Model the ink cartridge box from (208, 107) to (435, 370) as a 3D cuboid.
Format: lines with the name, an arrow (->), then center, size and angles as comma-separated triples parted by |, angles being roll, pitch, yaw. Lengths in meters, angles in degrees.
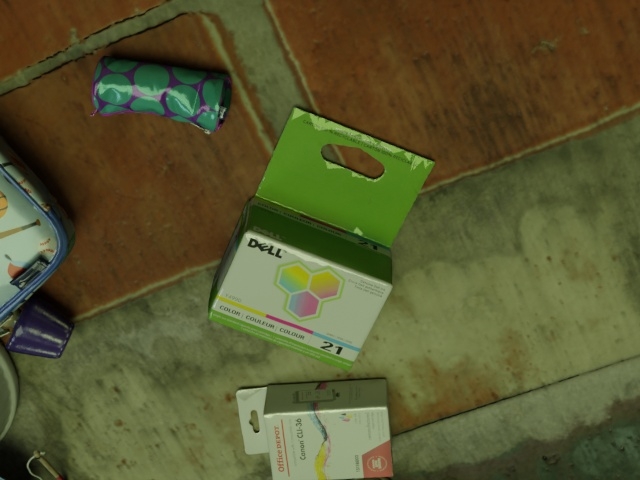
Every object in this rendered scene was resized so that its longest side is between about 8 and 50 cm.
ink cartridge box -> 0.000, 0.000, 1.444 | 0.188, 0.097, 0.255 | 21, 118, -9

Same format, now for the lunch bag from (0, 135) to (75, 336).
lunch bag -> -0.442, -0.021, 1.402 | 0.243, 0.115, 0.303 | -40, 100, 3

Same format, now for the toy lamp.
toy lamp -> -0.436, 0.070, 1.511 | 0.274, 0.080, 0.080 | 24, 117, -8

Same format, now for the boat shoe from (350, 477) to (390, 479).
boat shoe -> 0.136, 0.443, 1.672 | 0.324, 0.116, 0.096 | 41, 117, -14

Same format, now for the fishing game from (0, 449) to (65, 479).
fishing game -> -0.456, 0.368, 1.602 | 0.264, 0.041, 0.189 | -30, 151, -11

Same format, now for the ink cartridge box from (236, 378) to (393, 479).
ink cartridge box -> -0.008, 0.247, 1.595 | 0.198, 0.067, 0.115 | -4, 119, 5

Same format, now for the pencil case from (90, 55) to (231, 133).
pencil case -> -0.177, -0.162, 1.381 | 0.151, 0.064, 0.070 | 9, 99, -2

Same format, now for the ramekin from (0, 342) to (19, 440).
ramekin -> -0.527, 0.210, 1.558 | 0.272, 0.127, 0.273 | 0, 121, 1
